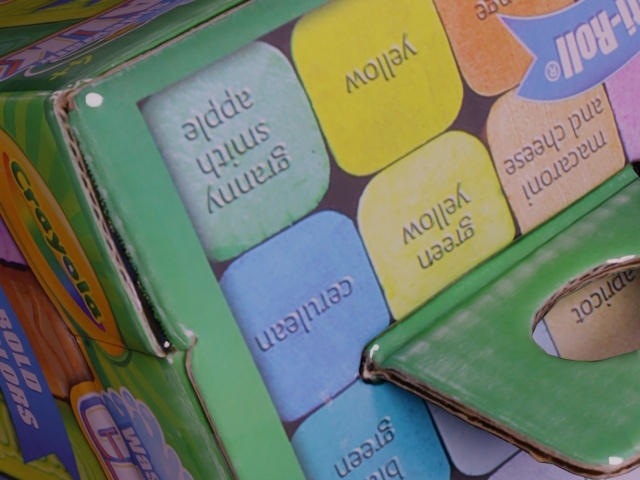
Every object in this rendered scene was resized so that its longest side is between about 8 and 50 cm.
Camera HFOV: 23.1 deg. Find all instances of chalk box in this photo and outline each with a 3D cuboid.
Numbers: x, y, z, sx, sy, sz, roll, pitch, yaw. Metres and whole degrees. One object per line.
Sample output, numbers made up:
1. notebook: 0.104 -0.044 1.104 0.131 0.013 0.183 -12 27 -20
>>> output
1. chalk box: 0.000 0.000 0.437 0.180 0.289 0.179 -32 110 -29
